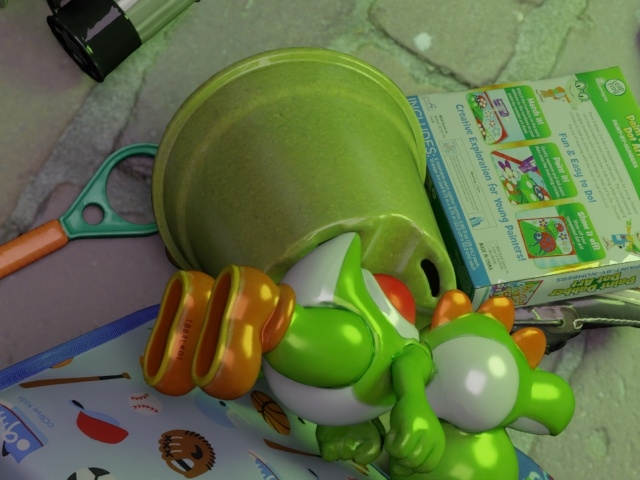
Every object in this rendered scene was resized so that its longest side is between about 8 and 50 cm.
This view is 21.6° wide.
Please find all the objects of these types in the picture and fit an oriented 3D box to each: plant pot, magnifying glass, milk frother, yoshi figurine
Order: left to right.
[{"bbox_3d":[-0.233,-0.021,1.653,0.231,0.026,0.092,-29,87,-14],"label":"magnifying glass"},{"bbox_3d":[-0.207,-0.252,1.636,0.134,0.143,0.129,-42,83,-13],"label":"milk frother"},{"bbox_3d":[0.000,0.000,1.520,0.276,0.254,0.276,-7,120,-12],"label":"plant pot"},{"bbox_3d":[0.043,0.142,1.363,0.362,0.203,0.204,16,39,-26],"label":"yoshi figurine"}]

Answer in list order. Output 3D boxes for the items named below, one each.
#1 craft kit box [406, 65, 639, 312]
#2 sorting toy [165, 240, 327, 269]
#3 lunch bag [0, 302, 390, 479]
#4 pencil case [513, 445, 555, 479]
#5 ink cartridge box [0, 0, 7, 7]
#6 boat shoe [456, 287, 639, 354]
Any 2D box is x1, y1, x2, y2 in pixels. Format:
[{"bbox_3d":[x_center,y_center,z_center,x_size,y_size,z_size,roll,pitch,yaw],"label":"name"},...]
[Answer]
[{"bbox_3d":[0.228,-0.055,1.685,0.246,0.061,0.250,-10,55,-11],"label":"craft kit box"},{"bbox_3d":[-0.029,-0.059,1.690,0.132,0.046,0.274,37,75,-4],"label":"sorting toy"},{"bbox_3d":[-0.112,0.237,1.475,0.328,0.239,0.385,43,36,15],"label":"lunch bag"},{"bbox_3d":[0.219,0.283,1.647,0.306,0.133,0.119,31,120,-4],"label":"pencil case"},{"bbox_3d":[-0.259,-0.395,1.589,0.066,0.261,0.296,25,76,-7],"label":"ink cartridge box"},{"bbox_3d":[0.208,0.076,1.692,0.285,0.103,0.092,7,85,-7],"label":"boat shoe"}]
